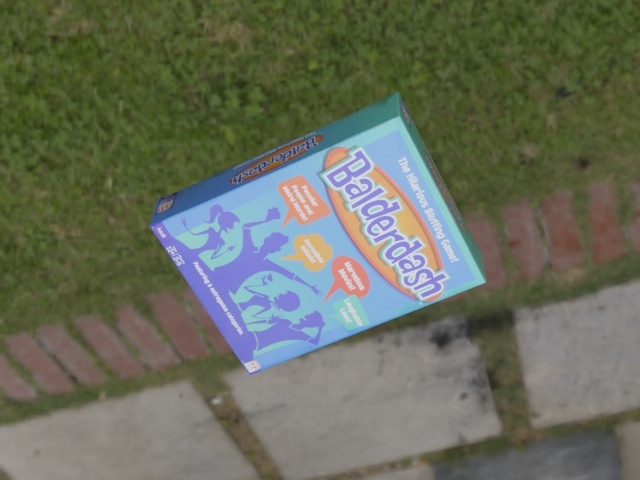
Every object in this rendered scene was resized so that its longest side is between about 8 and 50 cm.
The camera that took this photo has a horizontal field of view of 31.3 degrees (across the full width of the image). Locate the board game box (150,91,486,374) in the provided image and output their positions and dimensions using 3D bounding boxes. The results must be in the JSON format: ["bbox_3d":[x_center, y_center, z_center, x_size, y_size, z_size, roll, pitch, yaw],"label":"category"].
[{"bbox_3d":[0.000,0.000,0.883,0.210,0.047,0.160,-24,117,15],"label":"board game box"}]
